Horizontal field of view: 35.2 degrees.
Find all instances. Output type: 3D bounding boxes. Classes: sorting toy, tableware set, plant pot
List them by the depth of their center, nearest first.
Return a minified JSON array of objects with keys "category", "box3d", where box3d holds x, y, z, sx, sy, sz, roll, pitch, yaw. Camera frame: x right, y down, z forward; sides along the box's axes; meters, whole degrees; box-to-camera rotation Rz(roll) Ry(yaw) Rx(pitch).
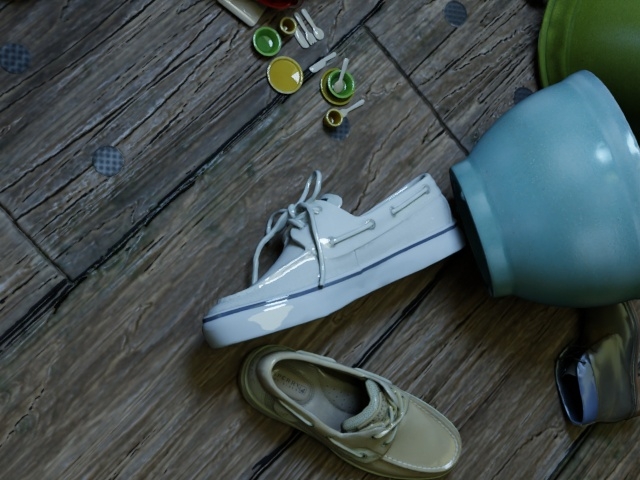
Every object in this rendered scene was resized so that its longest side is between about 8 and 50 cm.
[{"category":"plant pot","box3d":[0.508,-0.232,1.248,0.366,0.353,0.367,-2,104,-9]},{"category":"plant pot","box3d":[0.275,-0.040,1.250,0.196,0.293,0.293,-18,90,2]},{"category":"sorting toy","box3d":[-0.103,-0.311,1.252,0.083,0.012,0.062,36,68,-14]},{"category":"tableware set","box3d":[-0.014,-0.213,1.270,0.104,0.024,0.154,-35,97,-23]}]

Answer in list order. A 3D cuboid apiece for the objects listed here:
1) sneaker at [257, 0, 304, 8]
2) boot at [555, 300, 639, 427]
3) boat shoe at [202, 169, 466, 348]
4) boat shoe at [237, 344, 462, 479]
[{"category":"sneaker","box3d":[-0.001,-0.351,1.254,0.270,0.090,0.145,7,76,-22]},{"category":"boot","box3d":[0.366,0.142,1.349,0.106,0.082,0.219,-13,90,-27]},{"category":"boat shoe","box3d":[0.005,-0.002,1.188,0.367,0.136,0.157,-23,92,-27]},{"category":"boat shoe","box3d":[0.050,0.207,1.195,0.302,0.098,0.109,28,73,-17]}]
